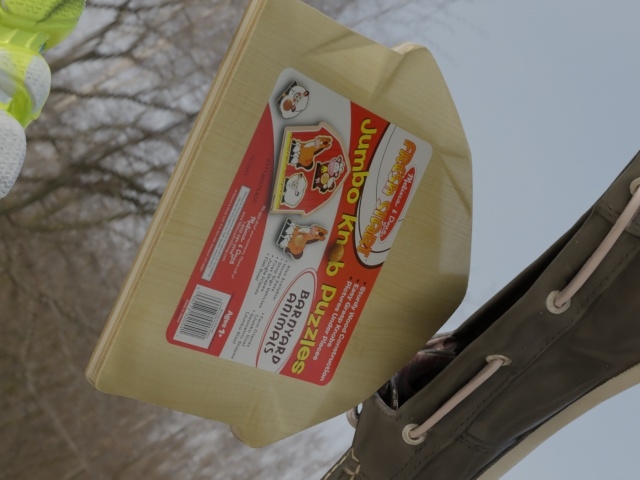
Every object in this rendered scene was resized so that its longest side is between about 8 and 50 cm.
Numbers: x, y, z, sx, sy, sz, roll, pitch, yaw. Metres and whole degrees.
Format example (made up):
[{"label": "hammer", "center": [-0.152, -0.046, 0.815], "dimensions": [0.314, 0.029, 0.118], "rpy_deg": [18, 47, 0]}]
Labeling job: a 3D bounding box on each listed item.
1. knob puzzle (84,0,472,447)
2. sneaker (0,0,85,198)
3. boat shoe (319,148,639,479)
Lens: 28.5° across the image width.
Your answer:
[{"label": "knob puzzle", "center": [0.000, 0.000, 0.562], "dimensions": [0.030, 0.213, 0.213], "rpy_deg": [25, -37, 44]}, {"label": "sneaker", "center": [-0.240, -0.091, 0.791], "dimensions": [0.126, 0.240, 0.091], "rpy_deg": [2, -38, 34]}, {"label": "boat shoe", "center": [0.088, 0.050, 0.612], "dimensions": [0.095, 0.112, 0.335], "rpy_deg": [48, -56, -4]}]
